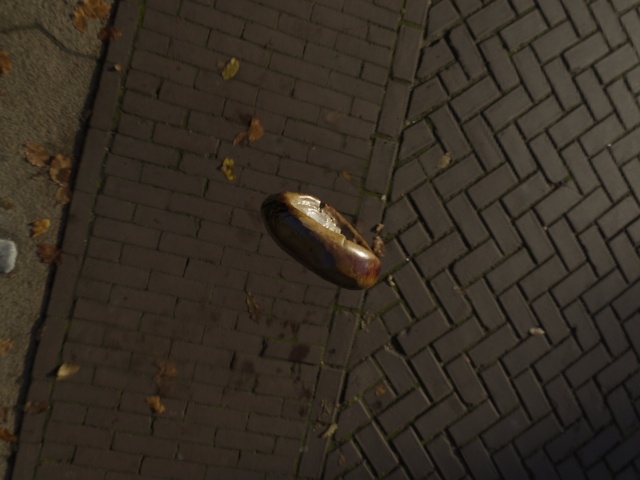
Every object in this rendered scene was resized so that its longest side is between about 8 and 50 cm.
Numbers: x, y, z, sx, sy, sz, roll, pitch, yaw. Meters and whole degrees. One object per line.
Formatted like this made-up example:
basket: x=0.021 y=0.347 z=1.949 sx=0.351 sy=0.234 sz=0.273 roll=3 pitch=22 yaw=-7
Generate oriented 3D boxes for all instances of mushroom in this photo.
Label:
mushroom: x=0.000 y=0.000 z=0.464 sx=0.123 sy=0.123 sz=0.052 roll=33 pitch=100 yaw=-12
